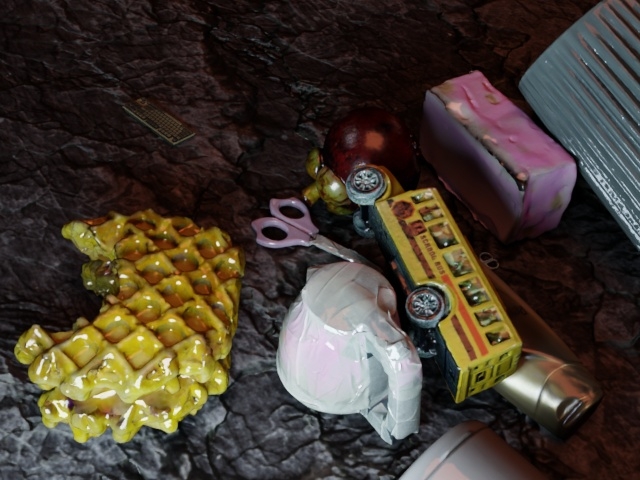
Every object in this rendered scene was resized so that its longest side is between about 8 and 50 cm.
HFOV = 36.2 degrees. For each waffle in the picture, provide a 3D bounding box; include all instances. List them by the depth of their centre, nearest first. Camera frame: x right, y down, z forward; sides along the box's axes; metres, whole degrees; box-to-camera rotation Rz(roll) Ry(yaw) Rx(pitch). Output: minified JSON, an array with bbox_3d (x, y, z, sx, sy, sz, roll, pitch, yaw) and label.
[{"bbox_3d":[-0.236,0.099,1.270,0.261,0.151,0.324,6,47,2],"label":"waffle"}]

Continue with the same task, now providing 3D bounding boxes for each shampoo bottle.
[{"bbox_3d":[0.236,0.122,1.350,0.126,0.084,0.350,-29,57,-23],"label":"shampoo bottle"}]

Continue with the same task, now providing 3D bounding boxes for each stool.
[{"bbox_3d":[0.495,-0.190,1.468,0.297,0.297,0.330,-34,80,-33],"label":"stool"}]

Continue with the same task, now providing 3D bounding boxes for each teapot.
[{"bbox_3d":[0.033,0.137,1.242,0.163,0.178,0.221,-4,48,-10],"label":"teapot"}]

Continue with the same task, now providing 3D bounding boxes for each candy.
[{"bbox_3d":[0.268,-0.131,1.546,0.116,0.155,0.265,-24,54,-21],"label":"candy"}]

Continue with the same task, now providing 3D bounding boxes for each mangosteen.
[{"bbox_3d":[0.059,-0.113,1.504,0.200,0.199,0.199,4,46,-4],"label":"mangosteen"}]

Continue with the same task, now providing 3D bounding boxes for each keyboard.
[{"bbox_3d":[-0.270,-0.201,1.637,0.129,0.015,0.049,36,52,25],"label":"keyboard"}]

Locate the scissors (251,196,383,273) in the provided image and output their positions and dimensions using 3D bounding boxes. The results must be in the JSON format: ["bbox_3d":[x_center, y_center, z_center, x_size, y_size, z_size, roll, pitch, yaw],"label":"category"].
[{"bbox_3d":[0.000,0.000,1.478,0.212,0.021,0.110,25,51,17],"label":"scissors"}]

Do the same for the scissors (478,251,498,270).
[{"bbox_3d":[0.232,0.041,1.479,0.083,0.006,0.036,-21,55,-25],"label":"scissors"}]

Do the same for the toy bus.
[{"bbox_3d":[0.144,0.040,1.298,0.123,0.121,0.335,-21,60,-6],"label":"toy bus"}]

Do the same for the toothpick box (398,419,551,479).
[{"bbox_3d":[0.223,0.358,1.039,0.316,0.229,0.229,38,53,23],"label":"toothpick box"}]

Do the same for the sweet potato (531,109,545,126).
[{"bbox_3d":[0.517,-0.199,1.665,0.337,0.131,0.131,24,48,4],"label":"sweet potato"}]
